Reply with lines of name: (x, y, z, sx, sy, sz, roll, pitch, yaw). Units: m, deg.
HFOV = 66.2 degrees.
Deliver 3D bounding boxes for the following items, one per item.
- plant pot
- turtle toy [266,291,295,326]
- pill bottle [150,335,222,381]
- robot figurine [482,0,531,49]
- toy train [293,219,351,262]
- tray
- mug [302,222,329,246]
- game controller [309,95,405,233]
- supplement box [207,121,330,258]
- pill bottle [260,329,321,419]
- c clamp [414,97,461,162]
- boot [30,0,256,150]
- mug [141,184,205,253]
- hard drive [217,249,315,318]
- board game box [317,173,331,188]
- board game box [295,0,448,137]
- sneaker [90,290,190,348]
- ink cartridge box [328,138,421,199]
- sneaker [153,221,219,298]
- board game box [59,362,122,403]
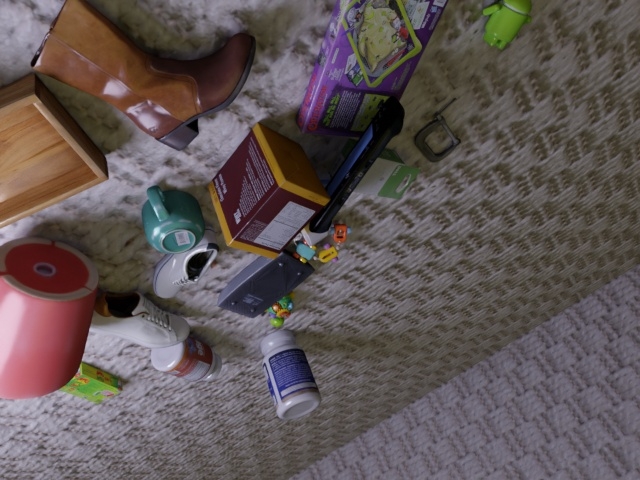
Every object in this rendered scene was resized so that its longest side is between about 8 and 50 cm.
plant pot: (-0.602, 0.145, 1.022, 0.274, 0.275, 0.243, 14, 120, -40)
turtle toy: (-0.126, 0.215, 1.525, 0.095, 0.066, 0.130, -5, 138, -26)
pill bottle: (-0.399, 0.360, 1.496, 0.121, 0.121, 0.216, -33, 143, 9)
robot figurine: (0.386, -0.458, 1.013, 0.101, 0.067, 0.115, 5, 134, -23)
toy train: (0.000, 0.000, 1.364, 0.166, 0.046, 0.125, -5, 113, -10)
tray: (-0.612, -0.108, 0.847, 0.410, 0.076, 0.203, -25, 143, -2)
mug: (-0.013, -0.030, 1.290, 0.064, 0.062, 0.078, -25, 133, -11)
game controller: (0.070, -0.155, 1.036, 0.067, 0.166, 0.319, 34, 116, -3)
supplement box: (-0.116, -0.102, 1.044, 0.129, 0.191, 0.194, 20, 124, -44)
pill bottle: (-0.109, 0.445, 1.650, 0.153, 0.265, 0.153, -16, 144, -12)
c clamp: (0.308, -0.263, 1.240, 0.137, 0.022, 0.160, -35, 142, 12)
boot: (-0.280, -0.311, 0.814, 0.264, 0.096, 0.280, -35, 136, 25)
mug: (-0.331, -0.036, 1.077, 0.129, 0.097, 0.157, -44, 140, 23)
hard drive: (-0.159, 0.120, 1.402, 0.254, 0.054, 0.172, -39, 142, 17)
board game box: (-0.013, -0.123, 1.191, 0.090, 0.020, 0.090, -1, 145, 15)
board game box: (0.098, -0.362, 0.980, 0.208, 0.056, 0.347, -5, 139, -32)
sneaker: (-0.455, 0.204, 1.286, 0.290, 0.106, 0.123, 20, 127, -42)
ink cartridge box: (0.135, -0.172, 1.214, 0.209, 0.062, 0.109, 6, 132, -35)
sneaker: (-0.336, 0.070, 1.206, 0.094, 0.091, 0.258, 12, 129, -39)
board game box: (-0.691, 0.429, 1.472, 0.092, 0.043, 0.181, -28, 144, 3)
